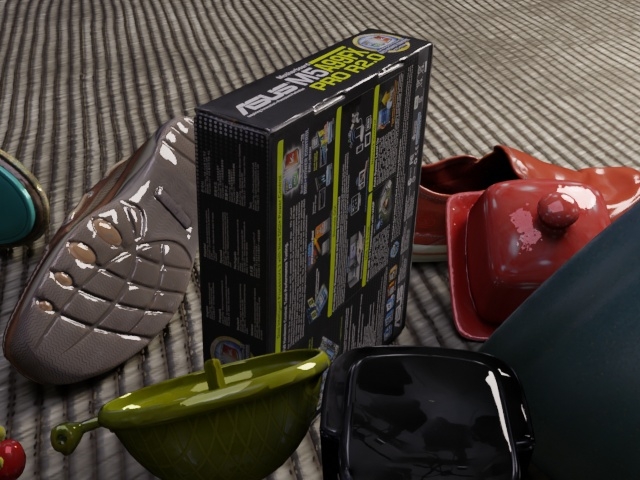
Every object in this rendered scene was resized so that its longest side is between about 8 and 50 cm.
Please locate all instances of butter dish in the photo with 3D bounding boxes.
[{"bbox_3d":[0.199,0.001,0.759,0.160,0.118,0.160,2,59,-1],"label":"butter dish"}]

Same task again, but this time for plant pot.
[{"bbox_3d":[0.262,0.083,0.538,0.293,0.293,0.196,-22,64,-34],"label":"plant pot"}]

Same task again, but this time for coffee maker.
[{"bbox_3d":[0.045,0.147,0.476,0.120,0.178,0.171,-9,31,-18],"label":"coffee maker"}]

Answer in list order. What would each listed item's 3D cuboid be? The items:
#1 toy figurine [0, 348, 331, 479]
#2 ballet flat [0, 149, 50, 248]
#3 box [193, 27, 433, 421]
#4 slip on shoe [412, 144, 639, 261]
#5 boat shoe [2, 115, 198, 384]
[{"bbox_3d":[-0.149,0.200,0.427,0.363,0.191,0.217,-11,76,-27],"label":"toy figurine"},{"bbox_3d":[-0.427,-0.071,0.915,0.349,0.123,0.123,8,31,12],"label":"ballet flat"},{"bbox_3d":[0.000,0.000,0.639,0.060,0.270,0.216,20,36,27],"label":"box"},{"bbox_3d":[0.209,-0.048,0.900,0.331,0.101,0.123,-5,29,-12],"label":"slip on shoe"},{"bbox_3d":[-0.189,0.011,0.793,0.116,0.123,0.324,-20,26,35],"label":"boat shoe"}]
